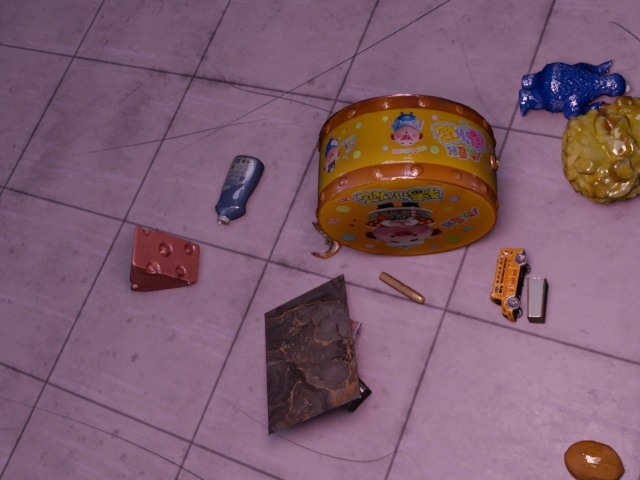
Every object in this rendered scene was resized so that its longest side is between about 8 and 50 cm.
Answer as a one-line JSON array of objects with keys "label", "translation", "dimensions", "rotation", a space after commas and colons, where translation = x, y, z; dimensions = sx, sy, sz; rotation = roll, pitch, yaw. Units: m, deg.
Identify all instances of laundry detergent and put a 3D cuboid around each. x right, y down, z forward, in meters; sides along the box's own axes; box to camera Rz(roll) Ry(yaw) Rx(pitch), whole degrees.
[{"label": "laundry detergent", "translation": [-0.231, -0.133, 2.238], "dimensions": [0.096, 0.061, 0.206], "rotation": [15, 73, 24]}]

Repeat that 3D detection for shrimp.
[{"label": "shrimp", "translation": [0.000, 0.000, 2.110], "dimensions": [0.083, 0.023, 0.114], "rotation": [-46, 63, 0]}]

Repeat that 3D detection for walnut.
[{"label": "walnut", "translation": [0.556, 0.453, 1.667], "dimensions": [0.121, 0.052, 0.091], "rotation": [8, 73, 27]}]

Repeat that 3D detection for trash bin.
[{"label": "trash bin", "translation": [0.486, 0.135, 1.834], "dimensions": [0.043, 0.061, 0.092], "rotation": [2, 70, 22]}]

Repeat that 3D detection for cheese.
[{"label": "cheese", "translation": [-0.456, 0.067, 2.189], "dimensions": [0.177, 0.202, 0.128], "rotation": [-25, 58, 43]}]

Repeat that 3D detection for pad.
[{"label": "pad", "translation": [-0.029, 0.261, 1.920], "dimensions": [0.247, 0.007, 0.368], "rotation": [-28, 41, 20]}]

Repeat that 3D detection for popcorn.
[{"label": "popcorn", "translation": [0.669, -0.220, 1.864], "dimensions": [0.225, 0.174, 0.286], "rotation": [34, 81, 37]}]

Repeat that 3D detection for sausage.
[{"label": "sausage", "translation": [0.197, 0.115, 1.978], "dimensions": [0.132, 0.024, 0.024], "rotation": [32, 81, 31]}]

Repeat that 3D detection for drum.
[{"label": "drum", "translation": [0.198, -0.137, 1.868], "dimensions": [0.431, 0.431, 0.214], "rotation": [-6, 65, 19]}]

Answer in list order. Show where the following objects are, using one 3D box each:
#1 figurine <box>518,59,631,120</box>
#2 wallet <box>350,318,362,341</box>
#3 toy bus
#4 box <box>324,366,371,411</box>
[{"label": "figurine", "translation": [0.612, -0.374, 1.983], "dimensions": [0.262, 0.121, 0.164], "rotation": [-12, 60, 14]}, {"label": "wallet", "translation": [0.026, 0.274, 1.952], "dimensions": [0.103, 0.020, 0.197], "rotation": [11, 69, 55]}, {"label": "toy bus", "translation": [0.433, 0.101, 1.866], "dimensions": [0.074, 0.069, 0.162], "rotation": [6, 68, 24]}, {"label": "box", "translation": [0.067, 0.345, 1.874], "dimensions": [0.069, 0.122, 0.084], "rotation": [41, 88, 19]}]
